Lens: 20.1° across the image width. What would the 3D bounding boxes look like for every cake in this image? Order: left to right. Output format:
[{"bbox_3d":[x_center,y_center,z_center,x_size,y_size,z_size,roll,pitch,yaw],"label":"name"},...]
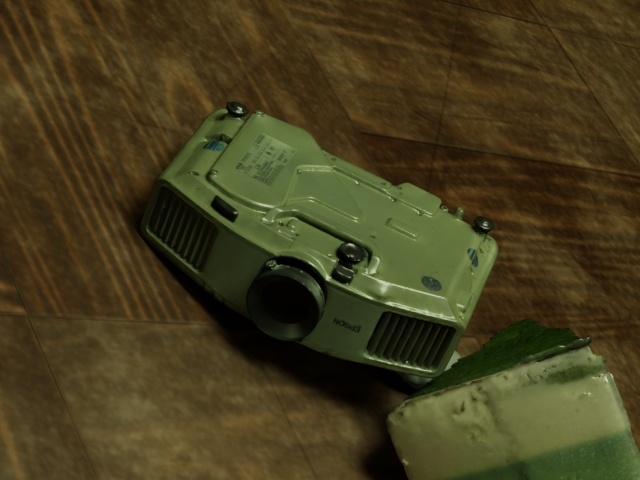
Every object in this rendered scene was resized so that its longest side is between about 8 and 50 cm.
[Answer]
[{"bbox_3d":[0.148,0.161,1.482,0.283,0.172,0.158,-126,-166,-85],"label":"cake"}]

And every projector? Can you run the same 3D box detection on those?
[{"bbox_3d":[0.000,0.000,1.452,0.269,0.088,0.193,26,35,4],"label":"projector"}]

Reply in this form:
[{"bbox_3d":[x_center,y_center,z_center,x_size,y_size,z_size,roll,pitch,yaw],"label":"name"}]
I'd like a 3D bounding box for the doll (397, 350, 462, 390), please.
[{"bbox_3d":[0.096,0.089,1.538,0.135,0.071,0.113,33,40,-24],"label":"doll"}]
